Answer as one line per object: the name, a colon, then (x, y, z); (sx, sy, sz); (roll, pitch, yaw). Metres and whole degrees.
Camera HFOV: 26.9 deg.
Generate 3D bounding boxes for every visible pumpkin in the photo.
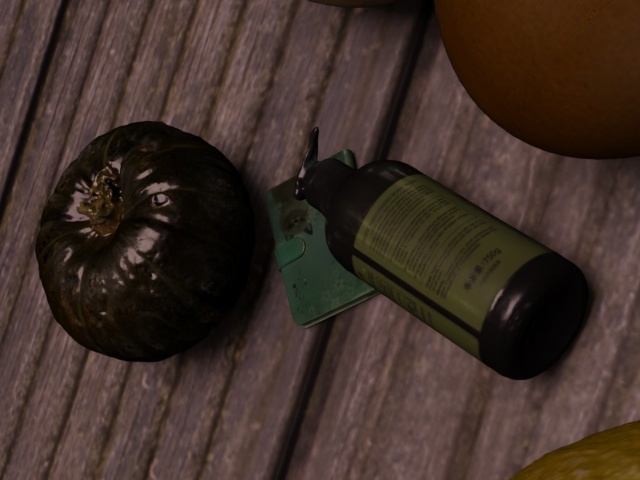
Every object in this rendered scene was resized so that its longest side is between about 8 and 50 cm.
pumpkin: (-0.163, 0.000, 1.226); (0.223, 0.157, 0.224); (-14, 63, 29)

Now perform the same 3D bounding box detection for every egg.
egg: (0.219, -0.221, 0.889); (0.282, 0.282, 0.351); (44, 113, 35)

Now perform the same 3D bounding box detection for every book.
book: (0.000, 0.000, 1.185); (0.103, 0.017, 0.135); (-27, 65, 31)

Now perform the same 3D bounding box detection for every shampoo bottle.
shampoo bottle: (0.078, 0.002, 1.070); (0.284, 0.101, 0.101); (34, 102, 38)

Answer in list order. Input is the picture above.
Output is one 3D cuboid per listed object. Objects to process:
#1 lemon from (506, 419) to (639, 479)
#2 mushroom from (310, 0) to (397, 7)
lemon: (0.221, 0.258, 0.769); (0.364, 0.364, 0.364); (-9, 75, 37)
mushroom: (0.034, -0.362, 1.073); (0.353, 0.353, 0.325); (-28, 95, 31)
